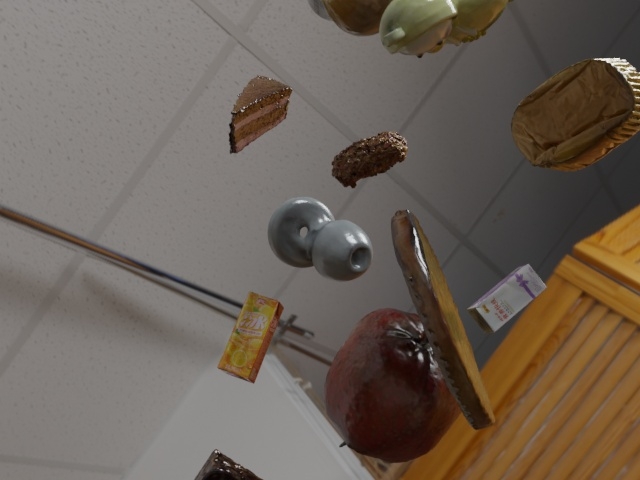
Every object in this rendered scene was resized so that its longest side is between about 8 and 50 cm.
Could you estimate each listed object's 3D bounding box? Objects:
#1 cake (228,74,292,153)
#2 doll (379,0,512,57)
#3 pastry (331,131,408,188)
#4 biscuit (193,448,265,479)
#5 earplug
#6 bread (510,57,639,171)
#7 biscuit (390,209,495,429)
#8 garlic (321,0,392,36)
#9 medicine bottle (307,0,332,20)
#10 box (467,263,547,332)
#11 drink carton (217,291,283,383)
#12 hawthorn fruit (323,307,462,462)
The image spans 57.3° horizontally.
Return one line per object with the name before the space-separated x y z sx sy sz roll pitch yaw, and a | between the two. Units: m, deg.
cake | -0.157 -0.319 1.471 0.295 0.112 0.116 -64 -18 -51
doll | 0.177 -0.320 0.827 0.296 0.141 0.117 -45 -70 -35
pastry | 0.095 -0.166 1.191 0.169 0.063 0.087 -27 -82 15
biscuit | -0.188 0.441 0.705 0.107 0.073 0.388 34 -93 -6
earplug | 0.002 0.002 1.720 0.214 0.325 0.175 -64 -12 -3
bread | 0.602 -0.286 1.351 0.156 0.204 0.288 -8 -27 -42
biscuit | 0.169 0.106 0.819 0.040 0.318 0.318 -22 -44 13
garlic | 0.093 -0.480 1.104 0.164 0.145 0.245 42 -136 -12
medicine bottle | 0.034 -0.630 1.341 0.157 0.157 0.288 -50 -3 1
box | 0.286 0.089 0.898 0.117 0.051 0.036 -38 -6 -14
drink carton | -0.185 0.260 1.578 0.071 0.096 0.223 69 -141 -65
hawthorn fruit | 0.114 0.281 1.068 0.254 0.254 0.300 10 -51 -41
